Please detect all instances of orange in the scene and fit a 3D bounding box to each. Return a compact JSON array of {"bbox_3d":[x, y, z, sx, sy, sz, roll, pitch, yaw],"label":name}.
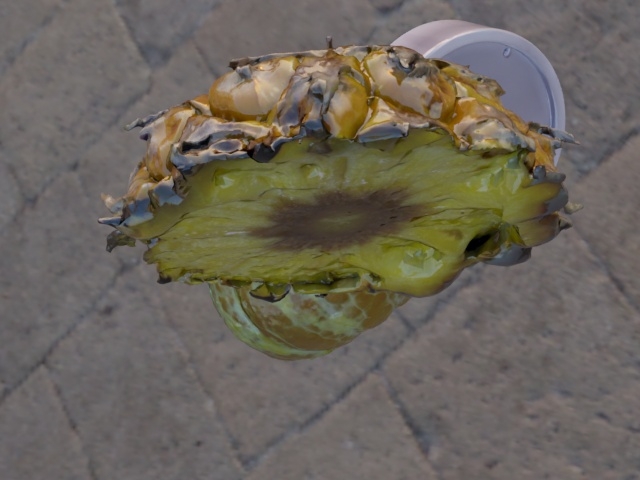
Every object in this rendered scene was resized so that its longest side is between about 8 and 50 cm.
[{"bbox_3d":[0.000,0.000,1.755,0.329,0.249,0.329,-41,13,11],"label":"orange"}]

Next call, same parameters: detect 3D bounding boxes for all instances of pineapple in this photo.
[{"bbox_3d":[0.008,-0.030,0.616,0.225,0.225,0.076,-16,65,32],"label":"pineapple"}]

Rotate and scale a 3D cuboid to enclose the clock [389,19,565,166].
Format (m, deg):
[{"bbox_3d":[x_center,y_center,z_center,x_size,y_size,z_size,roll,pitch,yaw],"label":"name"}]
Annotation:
[{"bbox_3d":[0.128,-0.102,1.266,0.068,0.197,0.197,31,96,57],"label":"clock"}]
